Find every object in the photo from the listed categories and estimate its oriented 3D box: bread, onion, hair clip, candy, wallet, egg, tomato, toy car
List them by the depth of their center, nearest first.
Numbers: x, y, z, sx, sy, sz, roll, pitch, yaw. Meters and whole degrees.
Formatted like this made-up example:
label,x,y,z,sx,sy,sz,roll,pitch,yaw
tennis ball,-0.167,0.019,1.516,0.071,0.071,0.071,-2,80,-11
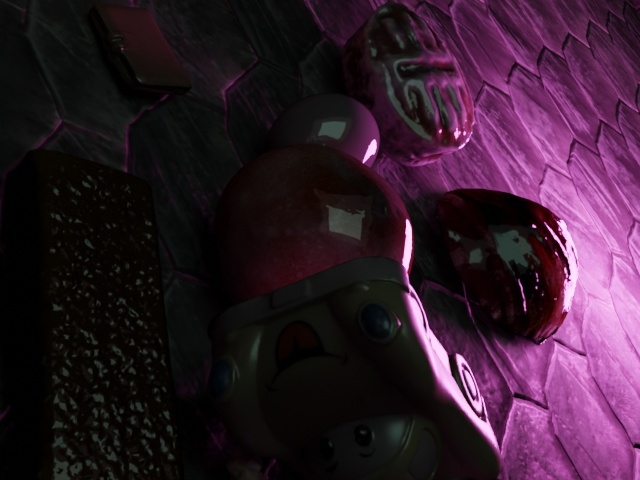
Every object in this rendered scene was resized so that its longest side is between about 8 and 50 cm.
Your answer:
label,x,y,z,sx,sy,sz,roll,pitch,yaw
bread,-0.243,0.096,1.047,0.165,0.113,0.417,21,44,-38
toy car,0.046,0.208,1.111,0.336,0.242,0.226,53,23,-42
hair clip,-0.086,0.233,1.152,0.062,0.056,0.214,30,41,-28
tomato,0.000,0.000,1.309,0.270,0.227,0.270,28,45,-32
wallet,-0.255,-0.267,1.415,0.118,0.039,0.153,-3,58,-52
egg,0.004,-0.147,1.511,0.198,0.146,0.146,-11,68,-45
onion,0.339,0.021,1.750,0.280,0.146,0.314,-5,66,-56
candy,0.152,-0.269,1.782,0.214,0.157,0.290,-12,75,-37
